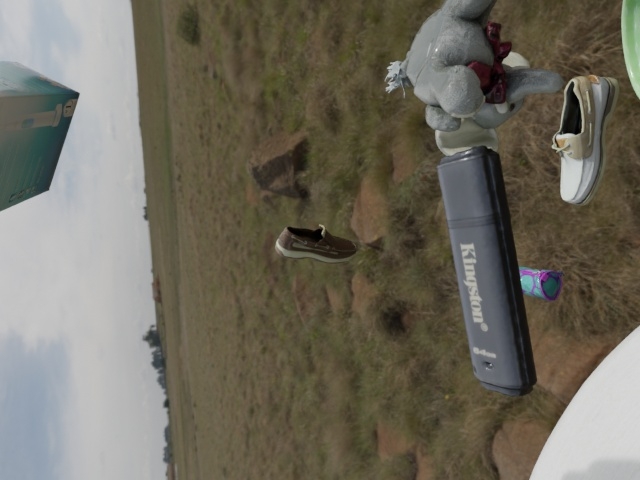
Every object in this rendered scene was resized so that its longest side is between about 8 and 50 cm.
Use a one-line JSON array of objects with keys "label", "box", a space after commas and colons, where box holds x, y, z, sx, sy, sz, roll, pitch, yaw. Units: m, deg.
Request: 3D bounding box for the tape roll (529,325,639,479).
[{"label": "tape roll", "box": [0.205, 0.151, 0.122, 0.392, 0.072, 0.392, -59, 4, 6]}]

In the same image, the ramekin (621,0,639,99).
[{"label": "ramekin", "box": [0.847, -0.495, 1.052, 0.303, 0.148, 0.303, 39, -135, -55]}]

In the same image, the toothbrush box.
[{"label": "toothbrush box", "box": [-0.544, -0.164, 0.713, 0.216, 0.126, 0.295, -61, 13, 17]}]

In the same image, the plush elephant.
[{"label": "plush elephant", "box": [0.294, -0.293, 0.798, 0.330, 0.255, 0.272, -170, 97, -72]}]

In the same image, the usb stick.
[{"label": "usb stick", "box": [0.187, 0.035, 0.499, 0.077, 0.045, 0.278, -6, 96, 53]}]

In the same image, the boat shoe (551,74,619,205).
[{"label": "boat shoe", "box": [0.615, -0.237, 1.063, 0.113, 0.103, 0.302, -133, 47, -77]}]

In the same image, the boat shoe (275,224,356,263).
[{"label": "boat shoe", "box": [0.003, 0.005, 1.281, 0.095, 0.257, 0.095, 58, 136, 45]}]

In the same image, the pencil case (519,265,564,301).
[{"label": "pencil case", "box": [0.445, 0.083, 0.958, 0.070, 0.064, 0.151, 58, 167, -14]}]
